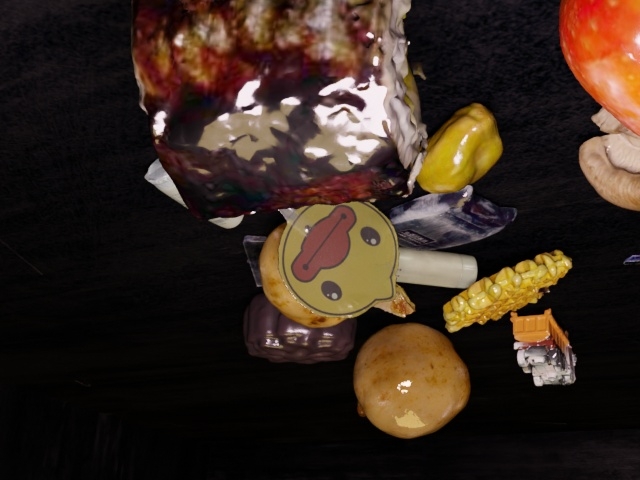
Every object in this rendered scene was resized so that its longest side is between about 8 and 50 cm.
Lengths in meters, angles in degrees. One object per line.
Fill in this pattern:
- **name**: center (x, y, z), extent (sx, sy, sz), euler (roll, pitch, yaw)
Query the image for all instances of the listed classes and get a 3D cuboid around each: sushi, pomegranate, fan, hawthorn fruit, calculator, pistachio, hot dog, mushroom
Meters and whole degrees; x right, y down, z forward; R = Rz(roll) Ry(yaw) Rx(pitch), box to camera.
- **sushi**: center (-0.035, -0.178, 0.888), extent (0.294, 0.300, 0.281), euler (-3, 171, 9)
- **pomegranate**: center (-0.011, 0.049, 1.532), extent (0.215, 0.215, 0.215), euler (3, 156, 1)
- **fan**: center (0.000, 0.000, 1.418), extent (0.335, 0.230, 0.011), euler (38, 159, -5)
- **hawthorn fruit**: center (0.373, -0.219, 0.787), extent (0.284, 0.284, 0.284), euler (3, 156, 1)
- **pomegranate**: center (0.229, 0.348, 2.051), extent (0.307, 0.308, 0.307), euler (3, 156, 1)
- **calculator**: center (0.214, -0.033, 1.505), extent (0.177, 0.040, 0.268), euler (21, 156, -33)
- **calculator**: center (-0.074, 0.050, 1.743), extent (0.161, 0.021, 0.262), euler (3, 156, 3)
- **pistachio**: center (0.201, -0.123, 1.214), extent (0.100, 0.110, 0.189), euler (42, 148, -6)
- **hot dog**: center (0.137, 0.115, 1.812), extent (0.168, 0.061, 0.078), euler (19, 127, 15)
- **mushroom**: center (0.472, -0.124, 1.120), extent (0.156, 0.151, 0.285), euler (11, 155, -20)

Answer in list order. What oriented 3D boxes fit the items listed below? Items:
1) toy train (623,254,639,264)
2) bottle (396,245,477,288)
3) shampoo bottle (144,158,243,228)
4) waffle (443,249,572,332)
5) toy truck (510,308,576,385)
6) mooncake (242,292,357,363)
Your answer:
- **toy train**: center (0.643, 0.036, 1.623), extent (0.083, 0.017, 0.017), euler (-3, 153, 13)
- **bottle**: center (0.209, 0.053, 1.642), extent (0.201, 0.072, 0.072), euler (7, 156, -14)
- **shampoo bottle**: center (-0.214, -0.080, 1.435), extent (0.072, 0.049, 0.212), euler (-6, 156, 29)
- **waffle**: center (0.382, 0.103, 1.677), extent (0.309, 0.065, 0.283), euler (-31, 160, 32)
- **toy truck**: center (0.553, 0.268, 2.030), extent (0.114, 0.135, 0.270), euler (-7, 150, 27)
- **mooncake**: center (-0.049, 0.223, 1.991), extent (0.282, 0.141, 0.283), euler (3, 159, 1)
